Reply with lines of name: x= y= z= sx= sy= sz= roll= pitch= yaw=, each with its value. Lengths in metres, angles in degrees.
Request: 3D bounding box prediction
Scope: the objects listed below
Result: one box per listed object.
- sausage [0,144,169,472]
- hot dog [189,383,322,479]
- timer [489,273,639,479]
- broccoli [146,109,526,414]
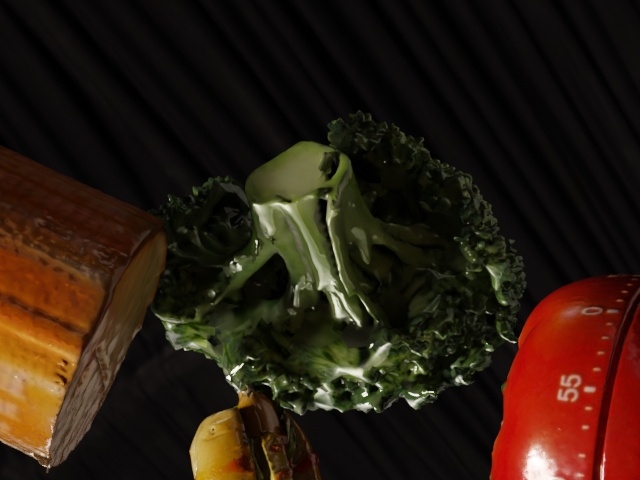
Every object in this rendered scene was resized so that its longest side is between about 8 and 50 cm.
sausage: x=-0.301 y=0.028 z=1.183 sx=0.233 sy=0.287 sz=0.233 roll=25 pitch=-90 yaw=-87
hot dog: x=-0.027 y=0.217 z=0.966 sx=0.076 sy=0.104 sz=0.250 roll=-28 pitch=63 yaw=42
timer: x=0.353 y=0.225 z=1.550 sx=0.279 sy=0.378 sz=0.378 roll=6 pitch=48 yaw=27
broccoli: x=0.007 y=-0.004 z=1.310 sx=0.375 sy=0.301 sz=0.249 roll=6 pitch=38 yaw=16
